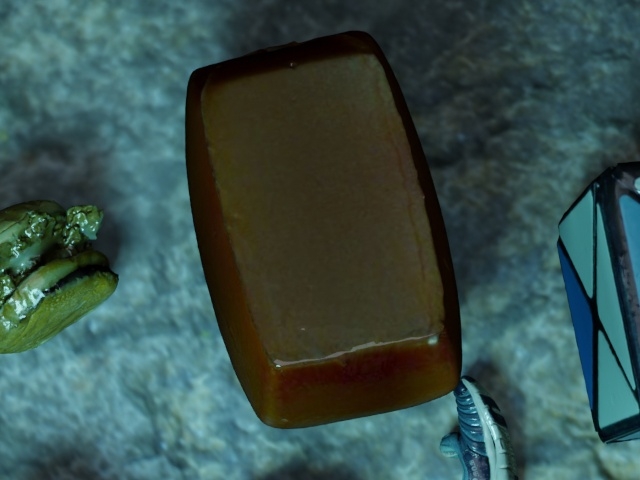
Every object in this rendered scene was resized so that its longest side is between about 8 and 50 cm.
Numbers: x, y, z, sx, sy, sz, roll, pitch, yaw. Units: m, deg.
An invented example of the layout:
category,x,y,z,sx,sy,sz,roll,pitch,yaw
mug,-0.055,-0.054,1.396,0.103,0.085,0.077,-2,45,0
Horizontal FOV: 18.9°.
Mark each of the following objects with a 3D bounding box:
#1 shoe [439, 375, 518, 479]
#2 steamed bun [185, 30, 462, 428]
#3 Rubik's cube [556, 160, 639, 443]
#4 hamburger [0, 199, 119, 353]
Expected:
category,x,y,z,sx,sy,sz,roll,pitch,yaw
shoe,0.154,0.206,1.928,0.071,0.064,0.143,-14,74,14
steamed bun,0.000,0.000,1.864,0.235,0.248,0.379,-13,70,-7
Rubik's cube,0.383,0.057,1.868,0.248,0.246,0.250,-9,79,-4
hamburger,-0.287,0.022,1.894,0.185,0.159,0.131,-36,79,11
